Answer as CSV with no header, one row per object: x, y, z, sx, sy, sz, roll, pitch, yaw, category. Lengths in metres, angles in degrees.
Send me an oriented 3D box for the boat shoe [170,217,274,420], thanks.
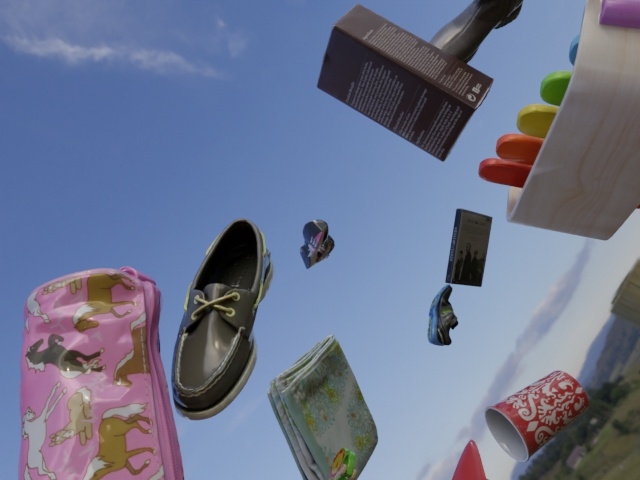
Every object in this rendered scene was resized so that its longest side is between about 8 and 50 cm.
-0.131,0.088,0.706,0.305,0.109,0.091,-79,-16,-52,boat shoe

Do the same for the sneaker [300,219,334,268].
0.000,0.000,1.320,0.077,0.072,0.178,-20,-21,-21,sneaker

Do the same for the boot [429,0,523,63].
0.393,-0.579,1.294,0.338,0.118,0.223,-45,-13,-12,boot

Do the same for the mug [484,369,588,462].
0.414,0.330,1.046,0.169,0.150,0.113,-26,-80,-17,mug

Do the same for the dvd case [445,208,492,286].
0.482,0.027,1.728,0.179,0.029,0.239,9,-91,-41,dvd case

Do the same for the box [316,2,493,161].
0.195,-0.380,1.296,0.143,0.381,0.191,-55,-7,-34,box

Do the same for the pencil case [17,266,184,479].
-0.218,0.213,0.549,0.167,0.386,0.160,-5,-34,-26,pencil case

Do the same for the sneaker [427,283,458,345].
0.348,0.211,1.497,0.067,0.078,0.188,107,180,-57,sneaker

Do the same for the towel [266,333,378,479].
0.025,0.481,1.459,0.320,0.090,0.375,-28,-84,-58,towel

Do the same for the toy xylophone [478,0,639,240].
0.310,-0.087,0.551,0.323,0.236,0.081,97,-171,-64,toy xylophone

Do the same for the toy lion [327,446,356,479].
0.046,0.483,1.141,0.100,0.034,0.096,-57,6,33,toy lion

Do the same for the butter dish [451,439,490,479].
0.133,0.254,0.363,0.160,0.118,0.160,-64,-14,-69,butter dish
